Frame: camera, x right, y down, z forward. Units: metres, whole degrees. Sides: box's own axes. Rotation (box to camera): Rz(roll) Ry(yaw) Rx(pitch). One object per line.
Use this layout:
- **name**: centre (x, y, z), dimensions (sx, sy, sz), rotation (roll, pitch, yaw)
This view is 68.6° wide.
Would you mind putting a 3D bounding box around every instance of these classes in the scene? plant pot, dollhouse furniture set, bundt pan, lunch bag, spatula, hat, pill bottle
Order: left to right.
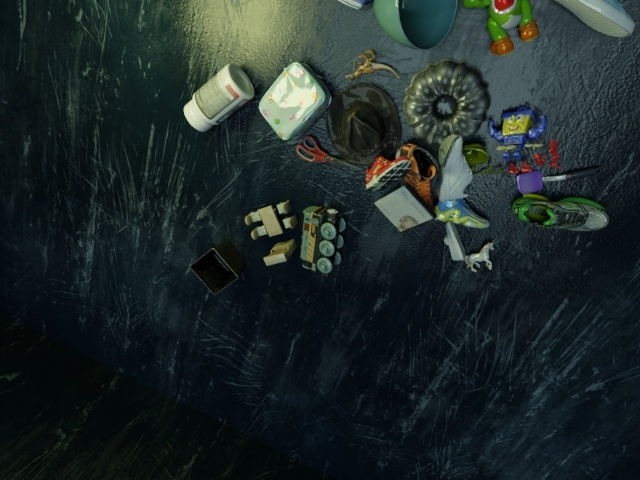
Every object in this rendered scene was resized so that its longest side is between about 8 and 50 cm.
- **pill bottle**: centre (-0.429, -0.590, 1.964), dimensions (0.283, 0.161, 0.161), rotation (-28, 103, 27)
- **plant pot**: centre (-0.489, 0.120, 2.312), dimensions (0.188, 0.167, 0.187), rotation (-35, 100, 27)
- **dollhouse furniture set**: centre (-0.218, -0.033, 2.157), dimensions (0.211, 0.161, 0.242), rotation (-15, 109, 23)
- **lunch bag**: centre (-0.103, -0.566, 1.894), dimensions (0.279, 0.107, 0.224), rotation (-41, 83, 27)
- **hat**: centre (0.158, -0.434, 1.854), dimensions (0.330, 0.134, 0.332), rotation (7, 122, 12)
- **plant pot**: centre (0.296, -0.804, 1.595), dimensions (0.195, 0.290, 0.291), rotation (27, 127, 47)
- **bundt pan**: centre (0.464, -0.498, 1.745), dimensions (0.330, 0.124, 0.331), rotation (7, 117, 15)
- **spatula**: centre (0.904, -0.238, 1.778), dimensions (0.296, 0.030, 0.084), rotation (-8, 108, 20)

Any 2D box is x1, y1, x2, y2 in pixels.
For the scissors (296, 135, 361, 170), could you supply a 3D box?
- **scissors**: centre (0.032, -0.342, 2.000), dimensions (0.297, 0.021, 0.109), rotation (32, 125, 5)

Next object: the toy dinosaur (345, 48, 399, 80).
- **toy dinosaur**: centre (0.197, -0.667, 1.797), dimensions (0.211, 0.064, 0.112), rotation (-1, 132, 28)

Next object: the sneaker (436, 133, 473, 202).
- **sneaker**: centre (0.512, -0.274, 1.773), dimensions (0.129, 0.111, 0.297), rotation (-3, 137, 5)

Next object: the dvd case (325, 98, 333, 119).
- **dvd case**: centre (0.089, -0.514, 1.919), dimensions (0.119, 0.013, 0.087), rotation (23, 119, 4)

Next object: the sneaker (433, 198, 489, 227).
- **sneaker**: centre (0.580, -0.124, 1.901), dimensions (0.239, 0.091, 0.126), rotation (9, 96, -7)

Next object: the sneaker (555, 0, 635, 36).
- **sneaker**: centre (0.865, -0.791, 1.477), dimensions (0.365, 0.135, 0.150), rotation (31, 105, -8)

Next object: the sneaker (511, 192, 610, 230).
- **sneaker**: centre (0.910, -0.087, 1.782), dimensions (0.342, 0.146, 0.134), rotation (7, 116, 14)

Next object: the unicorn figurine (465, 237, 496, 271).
- **unicorn figurine**: centre (0.681, 0.071, 1.977), dimensions (0.161, 0.060, 0.111), rotation (-20, 107, 24)

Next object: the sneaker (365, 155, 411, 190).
- **sneaker**: centre (0.253, -0.286, 1.863), dimensions (0.279, 0.107, 0.119), rotation (-27, 68, 61)

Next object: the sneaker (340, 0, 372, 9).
- **sneaker**: centre (0.066, -0.969, 1.648), dimensions (0.315, 0.127, 0.182), rotation (36, 122, 1)

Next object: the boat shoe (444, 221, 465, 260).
- **boat shoe**: centre (0.558, 0.002, 1.987), dimensions (0.063, 0.066, 0.184), rotation (-14, 113, 34)

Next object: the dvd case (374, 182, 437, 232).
- **dvd case**: centre (0.345, -0.127, 1.931), dimensions (0.180, 0.022, 0.253), rotation (47, 155, -7)

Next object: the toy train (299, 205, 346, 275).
- **toy train**: centre (0.000, 0.000, 2.127), dimensions (0.190, 0.142, 0.334), rotation (19, 121, 22)

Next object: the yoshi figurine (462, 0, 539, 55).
- **yoshi figurine**: centre (0.583, -0.821, 1.559), dimensions (0.362, 0.203, 0.203), rotation (53, 159, -26)

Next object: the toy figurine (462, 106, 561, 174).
- **toy figurine**: centre (0.706, -0.383, 1.730), dimensions (0.362, 0.218, 0.191), rotation (3, 162, 46)

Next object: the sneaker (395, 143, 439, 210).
- **sneaker**: centre (0.395, -0.221, 1.848), dimensions (0.124, 0.180, 0.322), rotation (-26, 108, -9)
